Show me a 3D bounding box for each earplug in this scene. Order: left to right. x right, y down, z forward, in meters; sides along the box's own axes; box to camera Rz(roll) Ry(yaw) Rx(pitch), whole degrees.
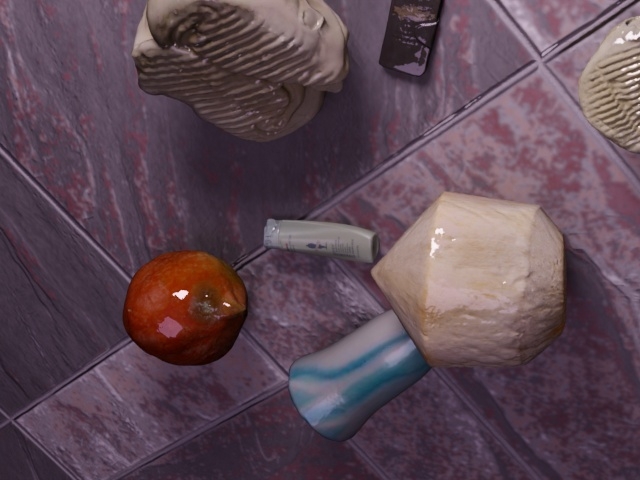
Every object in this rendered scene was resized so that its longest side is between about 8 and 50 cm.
[{"bbox_3d":[0.110,0.220,1.996,0.185,0.185,0.324,44,123,-10],"label":"earplug"}]

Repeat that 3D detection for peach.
[{"bbox_3d":[-0.239,0.131,2.042,0.257,0.232,0.232,10,128,38],"label":"peach"}]

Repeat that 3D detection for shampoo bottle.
[{"bbox_3d":[0.000,0.000,1.960,0.212,0.049,0.072,4,129,21],"label":"shampoo bottle"}]

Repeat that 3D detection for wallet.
[{"bbox_3d":[0.142,-0.334,1.690,0.082,0.018,0.156,19,127,9],"label":"wallet"}]

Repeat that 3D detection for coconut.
[{"bbox_3d":[0.240,0.063,1.764,0.329,0.329,0.329,11,126,15],"label":"coconut"}]

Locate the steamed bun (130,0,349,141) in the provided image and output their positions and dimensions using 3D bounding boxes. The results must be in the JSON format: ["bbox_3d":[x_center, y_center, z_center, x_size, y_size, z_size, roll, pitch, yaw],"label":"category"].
[{"bbox_3d":[-0.119,-0.333,1.683,0.324,0.219,0.310,20,148,-23],"label":"steamed bun"}]

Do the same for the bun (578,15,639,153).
[{"bbox_3d":[0.485,-0.233,1.543,0.220,0.134,0.220,8,129,10],"label":"bun"}]
